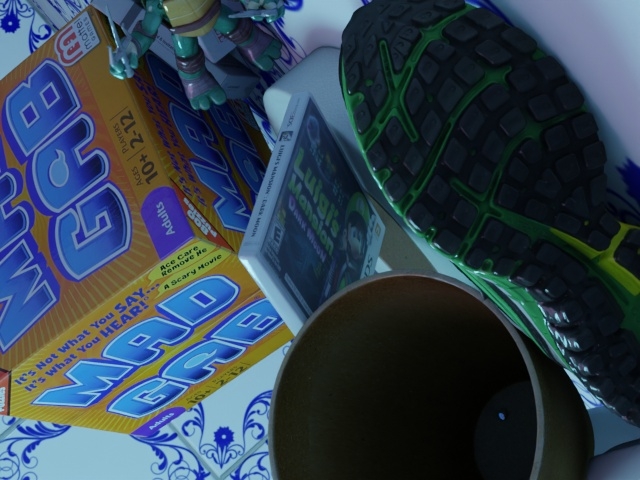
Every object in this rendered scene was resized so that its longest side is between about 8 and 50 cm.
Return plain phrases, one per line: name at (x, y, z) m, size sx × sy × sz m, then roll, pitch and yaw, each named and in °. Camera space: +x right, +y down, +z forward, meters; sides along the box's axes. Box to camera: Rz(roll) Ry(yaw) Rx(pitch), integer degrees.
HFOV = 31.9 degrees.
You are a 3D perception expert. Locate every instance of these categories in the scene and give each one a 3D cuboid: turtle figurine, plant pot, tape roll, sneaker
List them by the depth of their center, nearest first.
sneaker at (0.124, -0.014, 0.745) m, size 0.343 × 0.134 × 0.146 m, roll 51°, pitch 173°, yaw -16°
plant pot at (0.126, 0.160, 0.928) m, size 0.237 × 0.237 × 0.254 m, roll 44°, pitch -165°, yaw 34°
turtle figurine at (-0.121, -0.219, 1.098) m, size 0.234 × 0.175 × 0.118 m, roll 50°, pitch -158°, yaw -69°
tape roll at (0.093, -0.021, 1.124) m, size 0.392 × 0.072 × 0.392 m, roll 48°, pitch 171°, yaw 10°

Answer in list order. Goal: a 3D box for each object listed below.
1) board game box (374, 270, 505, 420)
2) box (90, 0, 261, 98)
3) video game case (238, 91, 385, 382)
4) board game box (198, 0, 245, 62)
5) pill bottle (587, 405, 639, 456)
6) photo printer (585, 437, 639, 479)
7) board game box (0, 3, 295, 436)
board game box at (0.160, 0.139, 1.458) m, size 0.302 × 0.086 × 0.308 m, roll 44°, pitch 171°, yaw 36°
box at (-0.172, -0.240, 1.355) m, size 0.186 × 0.038 × 0.145 m, roll 39°, pitch -167°, yaw 6°
video game case at (0.000, 0.000, 0.952) m, size 0.022 × 0.173 × 0.190 m, roll -4°, pitch 141°, yaw 26°
board game box at (-0.232, -0.380, 1.195) m, size 0.318 × 0.066 × 0.318 m, roll 44°, pitch 172°, yaw 31°
pill bottle at (0.308, 0.295, 1.115) m, size 0.161 × 0.161 × 0.283 m, roll 43°, pitch 170°, yaw 39°
photo printer at (0.278, 0.243, 0.730) m, size 0.307 × 0.107 × 0.256 m, roll 118°, pitch 151°, yaw -72°
board game box at (-0.254, -0.004, 1.441) m, size 0.356 × 0.356 × 0.356 m, roll 27°, pitch -149°, yaw -58°
